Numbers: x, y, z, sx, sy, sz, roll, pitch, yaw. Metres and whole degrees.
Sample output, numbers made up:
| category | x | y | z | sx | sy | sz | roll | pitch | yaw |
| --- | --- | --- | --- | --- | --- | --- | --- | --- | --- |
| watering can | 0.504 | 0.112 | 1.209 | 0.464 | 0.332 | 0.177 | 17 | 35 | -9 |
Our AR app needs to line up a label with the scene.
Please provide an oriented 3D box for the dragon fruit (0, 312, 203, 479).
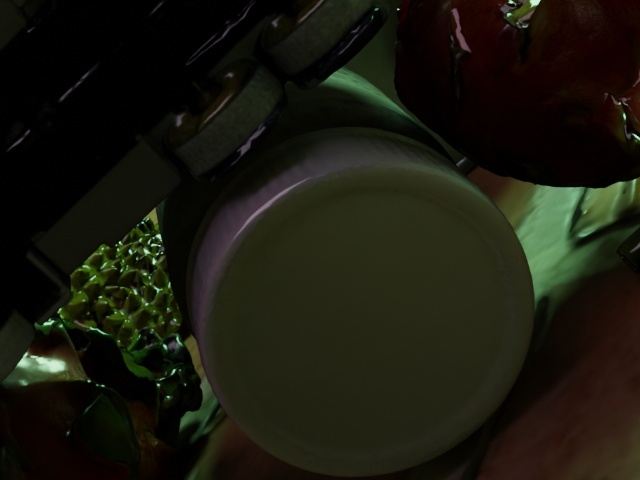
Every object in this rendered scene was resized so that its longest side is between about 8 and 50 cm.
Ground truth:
| category | x | y | z | sx | sy | sz | roll | pitch | yaw |
| --- | --- | --- | --- | --- | --- | --- | --- | --- | --- |
| dragon fruit | -0.149 | 0.114 | 0.738 | 0.269 | 0.198 | 0.200 | -46 | -4 | -37 |

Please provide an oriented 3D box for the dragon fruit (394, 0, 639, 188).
| category | x | y | z | sx | sy | sz | roll | pitch | yaw |
| --- | --- | --- | --- | --- | --- | --- | --- | --- | --- |
| dragon fruit | 0.124 | -0.068 | 0.605 | 0.125 | 0.125 | 0.246 | -43 | 32 | 1 |

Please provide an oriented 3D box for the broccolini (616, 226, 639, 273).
| category | x | y | z | sx | sy | sz | roll | pitch | yaw |
| --- | --- | --- | --- | --- | --- | --- | --- | --- | --- |
| broccolini | 0.197 | -0.087 | 0.688 | 0.271 | 0.062 | 0.123 | -55 | 12 | -27 |

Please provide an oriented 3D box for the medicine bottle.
| category | x | y | z | sx | sy | sz | roll | pitch | yaw |
| --- | --- | --- | --- | --- | --- | --- | --- | --- | --- |
| medicine bottle | 0.000 | 0.000 | 0.701 | 0.165 | 0.165 | 0.273 | -41 | 20 | 3 |

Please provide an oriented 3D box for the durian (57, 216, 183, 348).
| category | x | y | z | sx | sy | sz | roll | pitch | yaw |
| --- | --- | --- | --- | --- | --- | --- | --- | --- | --- |
| durian | -0.194 | 0.039 | 1.046 | 0.237 | 0.138 | 0.193 | -51 | 20 | -28 |

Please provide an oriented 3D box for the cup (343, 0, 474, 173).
| category | x | y | z | sx | sy | sz | roll | pitch | yaw |
| --- | --- | --- | --- | --- | --- | --- | --- | --- | --- |
| cup | 0.041 | -0.183 | 0.975 | 0.322 | 0.237 | 0.327 | -11 | 21 | 0 |

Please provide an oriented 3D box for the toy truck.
| category | x | y | z | sx | sy | sz | roll | pitch | yaw |
| --- | --- | --- | --- | --- | --- | --- | --- | --- | --- |
| toy truck | -0.103 | -0.085 | 0.624 | 0.367 | 0.146 | 0.175 | -43 | 15 | 1 |
